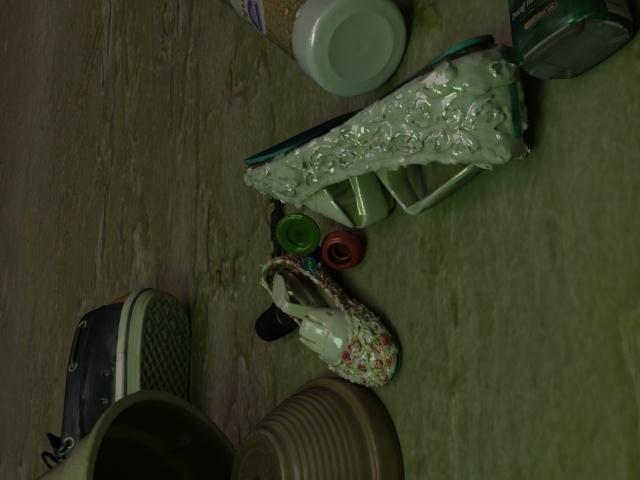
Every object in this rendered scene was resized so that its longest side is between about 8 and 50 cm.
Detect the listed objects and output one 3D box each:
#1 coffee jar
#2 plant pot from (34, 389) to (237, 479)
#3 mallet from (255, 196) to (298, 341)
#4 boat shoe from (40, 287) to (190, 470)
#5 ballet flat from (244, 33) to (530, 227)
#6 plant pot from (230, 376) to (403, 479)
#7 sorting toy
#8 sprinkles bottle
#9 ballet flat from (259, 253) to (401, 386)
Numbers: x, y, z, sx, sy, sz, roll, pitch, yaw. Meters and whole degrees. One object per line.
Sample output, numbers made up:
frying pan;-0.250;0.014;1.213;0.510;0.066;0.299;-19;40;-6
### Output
coffee jar;0.201;-0.238;0.833;0.096;0.079;0.184;-35;53;49
plant pot;-0.258;0.380;1.078;0.305;0.334;0.334;-28;55;19
mallet;-0.050;0.030;1.218;0.062;0.039;0.190;-25;58;55
boat shoe;-0.295;0.313;1.371;0.156;0.187;0.500;-8;68;26
ballet flat;0.053;-0.080;0.996;0.409;0.147;0.147;-18;67;56
plant pot;-0.023;0.263;1.045;0.237;0.110;0.237;-23;62;54
sorting toy;0.000;0.000;1.099;0.042;0.102;0.061;-65;0;-60
sprinkles bottle;-0.029;-0.289;1.177;0.355;0.121;0.121;49;123;52
ballet flat;-0.002;0.087;1.082;0.241;0.077;0.091;41;116;53
